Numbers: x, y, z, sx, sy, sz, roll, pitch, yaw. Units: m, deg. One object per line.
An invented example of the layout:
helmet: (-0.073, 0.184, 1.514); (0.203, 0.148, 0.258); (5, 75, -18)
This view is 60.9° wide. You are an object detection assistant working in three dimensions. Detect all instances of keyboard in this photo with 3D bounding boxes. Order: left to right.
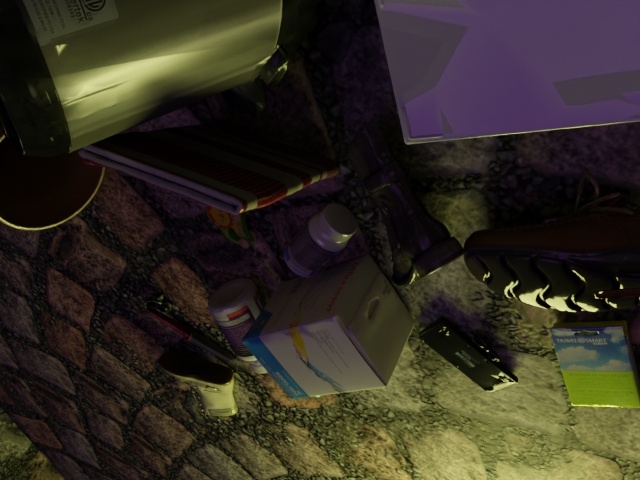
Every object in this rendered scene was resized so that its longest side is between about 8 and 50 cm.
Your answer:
keyboard: (0.277, 0.206, 0.992); (0.180, 0.023, 0.108); (38, 141, -4)

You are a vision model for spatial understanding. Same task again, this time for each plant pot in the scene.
plant pot: (-0.595, -0.183, 1.049); (0.254, 0.237, 0.237); (32, 136, 23)

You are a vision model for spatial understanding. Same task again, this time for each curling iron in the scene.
curling iron: (-0.320, 0.221, 1.327); (0.274, 0.035, 0.068); (38, 134, -3)

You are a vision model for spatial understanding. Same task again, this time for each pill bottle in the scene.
pill bottle: (-0.149, 0.185, 1.152); (0.108, 0.108, 0.193); (-6, 122, 32)
pill bottle: (0.000, 0.000, 0.941); (0.078, 0.078, 0.137); (39, 135, -4)

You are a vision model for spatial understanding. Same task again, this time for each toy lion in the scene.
toy lion: (-0.176, -0.038, 1.045); (0.096, 0.034, 0.100); (11, 130, 31)

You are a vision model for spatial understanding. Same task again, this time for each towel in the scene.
towel: (-0.133, -0.108, 0.765); (0.237, 0.329, 0.037); (20, 111, 15)

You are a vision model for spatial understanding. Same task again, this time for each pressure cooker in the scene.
pressure cooker: (-0.198, -0.318, 0.585); (0.375, 0.420, 0.370); (54, 156, 12)

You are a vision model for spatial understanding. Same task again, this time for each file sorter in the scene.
file sorter: (0.224, -0.236, 0.561); (0.278, 0.173, 0.192); (0, 124, 29)

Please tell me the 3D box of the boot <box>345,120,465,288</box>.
boot: (0.112, -0.052, 0.819); (0.229, 0.091, 0.263); (58, 171, 7)

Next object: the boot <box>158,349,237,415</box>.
boot: (-0.319, 0.378, 1.426); (0.213, 0.077, 0.165); (13, 133, 16)

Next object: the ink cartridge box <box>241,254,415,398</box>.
ink cartridge box: (0.017, 0.164, 0.998); (0.233, 0.171, 0.168); (-20, 114, 39)

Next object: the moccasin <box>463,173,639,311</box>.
moccasin: (0.380, 0.001, 0.702); (0.380, 0.147, 0.139); (-9, 135, 30)

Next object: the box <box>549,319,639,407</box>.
box: (0.443, 0.193, 0.873); (0.109, 0.042, 0.178); (-9, 120, 33)
